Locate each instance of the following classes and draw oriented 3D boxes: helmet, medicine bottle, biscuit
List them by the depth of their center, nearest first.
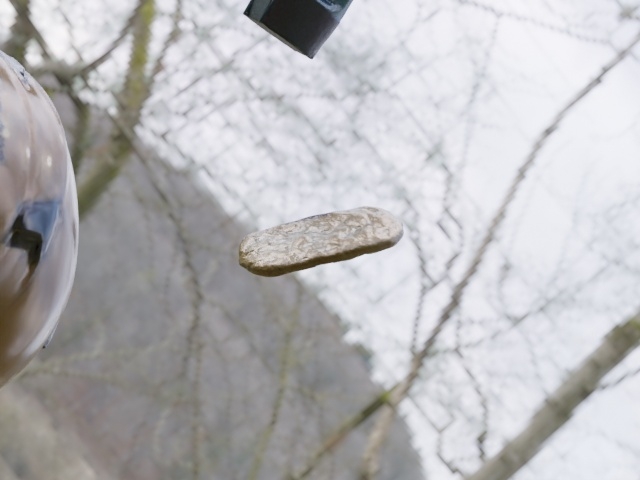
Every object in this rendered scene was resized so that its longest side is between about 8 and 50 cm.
[{"bbox_3d":[-0.186,-0.011,0.830,0.198,0.130,0.224,104,-8,-50],"label":"helmet"},{"bbox_3d":[0.000,0.000,1.391,0.071,0.147,0.018,-125,-153,-54],"label":"biscuit"},{"bbox_3d":[-0.037,-0.287,1.586,0.079,0.124,0.258,30,20,-37],"label":"medicine bottle"}]
